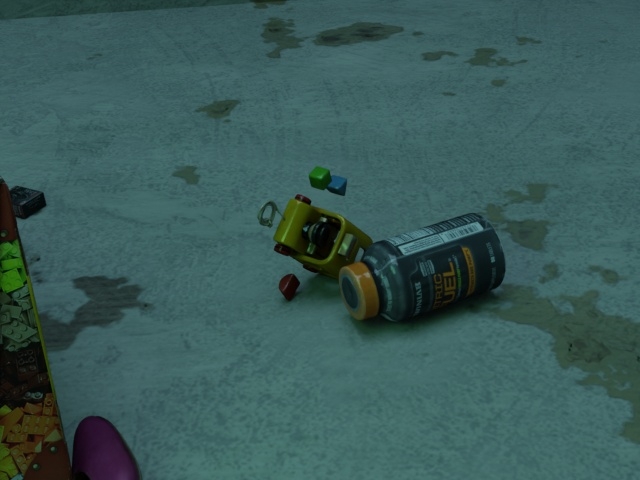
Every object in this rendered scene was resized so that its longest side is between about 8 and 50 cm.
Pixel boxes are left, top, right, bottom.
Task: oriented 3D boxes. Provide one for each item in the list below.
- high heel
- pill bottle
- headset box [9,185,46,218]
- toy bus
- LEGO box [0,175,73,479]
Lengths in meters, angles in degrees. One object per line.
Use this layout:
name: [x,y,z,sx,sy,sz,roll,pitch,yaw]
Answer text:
high heel: [-0.278,0.339,1.040,0.181,0.127,0.377,-6,33,-23]
pill bottle: [0.154,0.048,1.476,0.246,0.130,0.130,-17,33,-19]
headset box: [-0.589,-0.076,1.865,0.083,0.032,0.062,12,35,28]
toy bus: [0.007,-0.001,1.516,0.104,0.190,0.202,17,37,31]
LEGO box: [-0.488,0.070,1.187,0.193,0.372,0.500,-15,20,-23]
